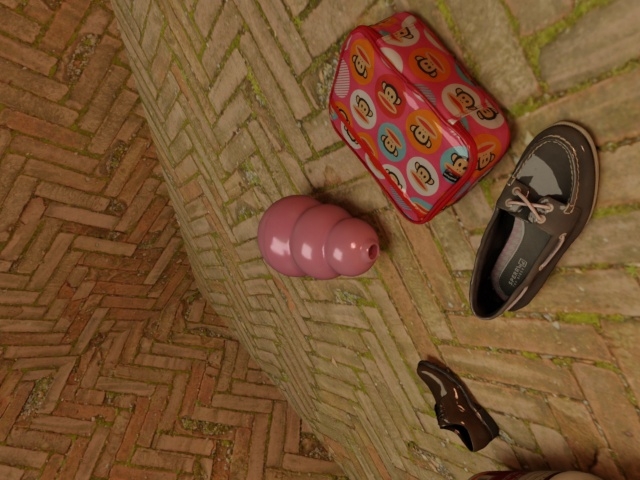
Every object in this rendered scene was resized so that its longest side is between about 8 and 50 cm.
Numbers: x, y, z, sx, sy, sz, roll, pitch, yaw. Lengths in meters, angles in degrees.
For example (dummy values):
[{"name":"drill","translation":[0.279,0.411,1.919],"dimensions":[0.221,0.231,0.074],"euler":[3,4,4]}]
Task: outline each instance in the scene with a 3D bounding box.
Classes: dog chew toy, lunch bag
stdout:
[{"name":"dog chew toy","translation":[0.000,0.000,1.053],"dimensions":[0.331,0.206,0.207],"euler":[11,126,45]},{"name":"lunch bag","translation":[0.136,-0.181,0.728],"dimensions":[0.293,0.120,0.258],"euler":[54,156,14]}]

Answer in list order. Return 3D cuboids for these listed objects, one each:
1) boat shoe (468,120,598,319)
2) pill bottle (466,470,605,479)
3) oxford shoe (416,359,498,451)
[{"name":"boat shoe","translation":[0.295,-0.002,0.644],"dimensions":[0.112,0.095,0.335],"euler":[39,147,35]},{"name":"pill bottle","translation":[0.431,0.542,0.808],"dimensions":[0.224,0.224,0.392],"euler":[53,153,13]},{"name":"oxford shoe","translation":[0.294,0.376,1.020],"dimensions":[0.227,0.096,0.083],"euler":[48,153,25]}]
